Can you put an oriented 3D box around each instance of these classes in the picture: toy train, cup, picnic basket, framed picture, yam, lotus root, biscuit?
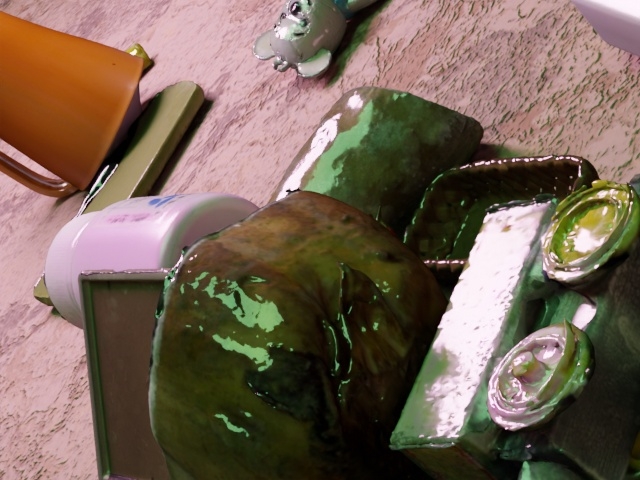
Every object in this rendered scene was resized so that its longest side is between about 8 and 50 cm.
[{"bbox_3d":[0.164,0.074,1.110,0.177,0.134,0.261,-10,47,50],"label":"toy train"},{"bbox_3d":[-0.360,-0.171,2.017,0.226,0.264,0.182,-56,16,32],"label":"cup"},{"bbox_3d":[0.149,-0.011,1.318,0.193,0.055,0.110,0,58,54],"label":"picnic basket"},{"bbox_3d":[-0.130,0.130,1.435,0.289,0.016,0.213,-3,94,54],"label":"framed picture"},{"bbox_3d":[0.000,0.000,1.449,0.330,0.133,0.133,-53,29,-1],"label":"yam"},{"bbox_3d":[0.007,0.100,1.210,0.192,0.272,0.272,14,65,45],"label":"lotus root"},{"bbox_3d":[-0.235,-0.057,1.927,0.099,0.038,0.322,1,55,51],"label":"biscuit"}]

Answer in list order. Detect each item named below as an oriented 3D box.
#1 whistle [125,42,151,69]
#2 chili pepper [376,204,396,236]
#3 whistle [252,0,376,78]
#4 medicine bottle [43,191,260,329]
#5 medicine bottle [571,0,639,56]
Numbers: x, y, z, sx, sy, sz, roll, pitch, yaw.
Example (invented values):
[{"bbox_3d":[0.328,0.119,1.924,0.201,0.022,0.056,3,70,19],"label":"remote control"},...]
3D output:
[{"bbox_3d":[-0.305,-0.184,2.175,0.198,0.057,0.104,-38,24,3],"label":"whistle"},{"bbox_3d":[0.033,0.057,1.380,0.045,0.027,0.178,0,-70,-76],"label":"chili pepper"},{"bbox_3d":[0.021,-0.279,1.808,0.114,0.077,0.236,27,73,41],"label":"whistle"},{"bbox_3d":[-0.157,0.030,1.595,0.254,0.152,0.152,0,54,54],"label":"medicine bottle"},{"bbox_3d":[0.301,-0.229,1.305,0.179,0.124,0.324,-48,30,-1],"label":"medicine bottle"}]
